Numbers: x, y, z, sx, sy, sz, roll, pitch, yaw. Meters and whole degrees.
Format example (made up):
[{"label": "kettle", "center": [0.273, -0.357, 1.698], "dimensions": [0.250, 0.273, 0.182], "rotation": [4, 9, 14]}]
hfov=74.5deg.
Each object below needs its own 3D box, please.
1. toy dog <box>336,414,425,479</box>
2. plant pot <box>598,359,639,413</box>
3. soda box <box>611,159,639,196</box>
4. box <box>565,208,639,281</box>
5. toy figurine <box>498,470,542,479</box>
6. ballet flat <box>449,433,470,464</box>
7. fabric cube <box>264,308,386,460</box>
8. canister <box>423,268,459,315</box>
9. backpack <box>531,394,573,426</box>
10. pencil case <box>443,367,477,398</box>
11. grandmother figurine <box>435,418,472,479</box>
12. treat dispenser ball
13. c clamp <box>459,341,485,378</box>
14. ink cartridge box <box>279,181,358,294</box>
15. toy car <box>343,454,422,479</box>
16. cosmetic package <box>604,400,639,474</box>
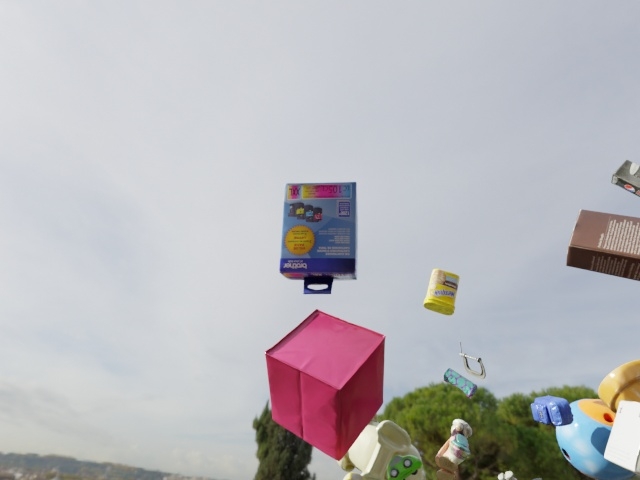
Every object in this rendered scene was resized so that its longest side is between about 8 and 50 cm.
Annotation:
[{"label": "toy dog", "center": [0.215, 0.835, 1.749], "dimensions": [0.395, 0.285, 0.408], "rotation": [22, -9, -24]}, {"label": "plant pot", "center": [1.033, 0.515, 1.318], "dimensions": [0.205, 0.188, 0.205], "rotation": [-4, -60, -7]}, {"label": "soda box", "center": [0.896, -0.149, 1.149], "dimensions": [0.060, 0.169, 0.053], "rotation": [-48, -36, 5]}, {"label": "box", "center": [1.102, 0.028, 1.484], "dimensions": [0.381, 0.191, 0.143], "rotation": [16, -32, 33]}, {"label": "toy figurine", "center": [0.605, 0.840, 1.296], "dimensions": [0.213, 0.148, 0.209], "rotation": [-19, -10, -27]}, {"label": "ballet flat", "center": [0.500, 0.766, 1.535], "dimensions": [0.076, 0.079, 0.221], "rotation": [28, -3, 23]}, {"label": "fabric cube", "center": [0.019, 0.400, 1.217], "dimensions": [0.259, 0.254, 0.258], "rotation": [16, -58, 33]}, {"label": "canister", "center": [0.514, 0.215, 1.779], "dimensions": [0.126, 0.170, 0.073], "rotation": [17, -31, 9]}, {"label": "backpack", "center": [0.817, 0.608, 1.482], "dimensions": [0.101, 0.098, 0.120], "rotation": [-10, -12, -16]}, {"label": "pencil case", "center": [0.648, 0.663, 1.963], "dimensions": [0.151, 0.070, 0.064], "rotation": [27, -11, 35]}, {"label": "grandmother figurine", "center": [0.578, 0.875, 1.807], "dimensions": [0.104, 0.208, 0.342], "rotation": [21, 16, 24]}, {"label": "treat dispenser ball", "center": [1.062, 0.755, 1.604], "dimensions": [0.288, 0.288, 0.288], "rotation": [5, -31, 3]}, {"label": "c clamp", "center": [0.667, 0.535, 1.857], "dimensions": [0.022, 0.137, 0.160], "rotation": [-9, 6, -19]}, {"label": "ink cartridge box", "center": [0.000, 0.000, 1.505], "dimensions": [0.269, 0.396, 0.151], "rotation": [-1, -14, 8]}, {"label": "toy car", "center": [0.163, 0.627, 1.103], "dimensions": [0.225, 0.053, 0.239], "rotation": [-35, -53, -1]}, {"label": "cosmetic package", "center": [0.788, 0.477, 0.951], "dimensions": [0.183, 0.152, 0.151], "rotation": [21, -12, 17]}]
